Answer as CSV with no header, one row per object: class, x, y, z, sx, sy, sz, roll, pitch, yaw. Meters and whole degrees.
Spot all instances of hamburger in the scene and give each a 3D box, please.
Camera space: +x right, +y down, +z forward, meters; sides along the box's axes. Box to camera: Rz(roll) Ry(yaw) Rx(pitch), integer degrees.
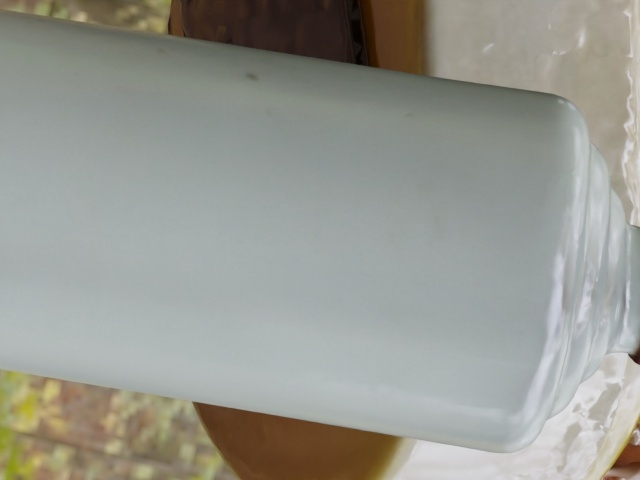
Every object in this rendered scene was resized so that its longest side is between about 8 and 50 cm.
hamburger,0.043,-0.033,0.727,0.227,0.151,0.295,2,-86,54

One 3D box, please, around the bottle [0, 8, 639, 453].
bottle,0.000,0.000,0.554,0.104,0.245,0.104,8,90,-89
